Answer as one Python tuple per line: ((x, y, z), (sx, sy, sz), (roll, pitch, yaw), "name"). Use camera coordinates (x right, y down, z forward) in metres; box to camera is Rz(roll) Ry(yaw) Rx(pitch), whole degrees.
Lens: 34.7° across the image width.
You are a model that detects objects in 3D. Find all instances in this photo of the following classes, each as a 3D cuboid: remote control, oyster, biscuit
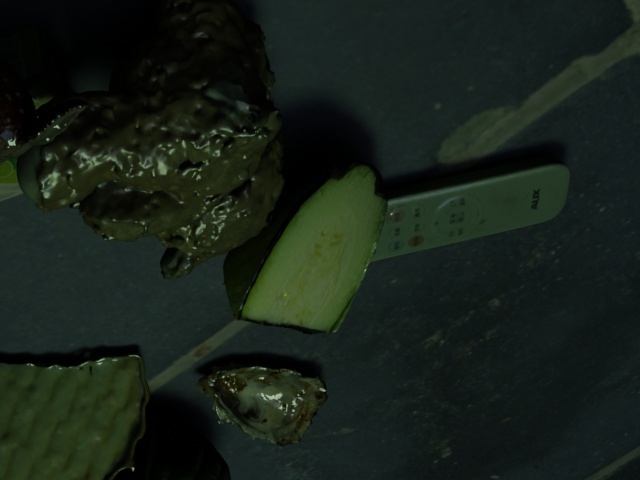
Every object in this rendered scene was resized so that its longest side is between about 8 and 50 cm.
((0.123, -0.031, 1.115), (0.310, 0.038, 0.090), (-12, 136, -11), "remote control")
((-0.072, 0.193, 1.246), (0.177, 0.056, 0.105), (11, 116, -31), "oyster")
((-0.319, 0.215, 1.096), (0.274, 0.187, 0.036), (3, 169, -23), "biscuit")

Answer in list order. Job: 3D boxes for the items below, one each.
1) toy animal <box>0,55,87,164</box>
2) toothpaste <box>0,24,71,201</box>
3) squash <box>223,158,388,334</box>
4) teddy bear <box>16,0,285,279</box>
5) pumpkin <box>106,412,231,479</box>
((-0.269, -0.154, 0.725), (0.243, 0.087, 0.260), (46, 107, -3), "toy animal")
((-0.358, -0.068, 0.853), (0.328, 0.077, 0.110), (-20, 139, -3), "toothpaste")
((-0.020, -0.007, 1.016), (0.192, 0.085, 0.184), (19, 99, -59), "squash")
((-0.105, -0.082, 0.864), (0.267, 0.156, 0.256), (-57, 169, -17), "teddy bear")
((-0.219, 0.330, 1.212), (0.250, 0.216, 0.249), (-3, 100, -14), "pumpkin")
